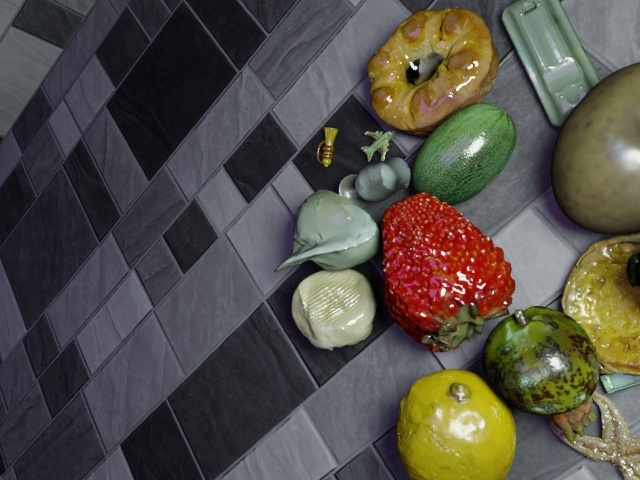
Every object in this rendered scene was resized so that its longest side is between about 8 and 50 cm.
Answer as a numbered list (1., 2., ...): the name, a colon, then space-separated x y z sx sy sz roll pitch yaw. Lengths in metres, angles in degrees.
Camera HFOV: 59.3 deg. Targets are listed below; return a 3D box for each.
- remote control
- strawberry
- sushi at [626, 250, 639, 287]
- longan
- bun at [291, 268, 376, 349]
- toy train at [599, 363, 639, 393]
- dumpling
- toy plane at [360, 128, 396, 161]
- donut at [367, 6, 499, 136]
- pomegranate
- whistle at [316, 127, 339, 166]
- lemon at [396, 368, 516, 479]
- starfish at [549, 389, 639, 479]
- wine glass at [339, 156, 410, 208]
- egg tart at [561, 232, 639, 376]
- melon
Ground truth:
1. remote control: 0.527 -0.419 1.275 0.128 0.065 0.336 -26 71 24
2. strawberry: 0.241 0.067 1.256 0.351 0.267 0.312 60 145 22
3. sushi: 0.715 0.025 0.886 0.352 0.178 0.294 -38 68 2
4. longan: 0.599 -0.175 1.082 0.288 0.288 0.350 27 90 32
5. bun: 0.039 0.183 1.457 0.229 0.145 0.229 -9 48 11
6. toy train: 0.633 0.254 1.130 0.147 0.038 0.071 -28 72 25
7. dumpling: 0.014 -0.024 1.411 0.269 0.321 0.212 -6 71 5
8. toy plane: 0.158 -0.260 1.497 0.111 0.040 0.102 -35 68 22
9. donut: 0.269 -0.406 1.373 0.317 0.150 0.299 3 79 34
10. pomegranate: 0.460 0.254 1.099 0.276 0.222 0.204 31 118 2
11. whistle: 0.013 -0.265 1.589 0.057 0.046 0.109 15 97 18
12. lemon: 0.282 0.411 1.189 0.260 0.260 0.284 51 134 27
13. starfish: 0.598 0.395 1.126 0.247 0.050 0.138 27 96 29
14. wine glass: 0.130 -0.142 1.403 0.222 0.103 0.103 160 111 -65
15. egg tart: 0.615 0.129 1.102 0.290 0.107 0.291 -15 73 56
16. melon: 0.321 -0.188 1.303 0.287 0.182 0.182 -44 63 18
